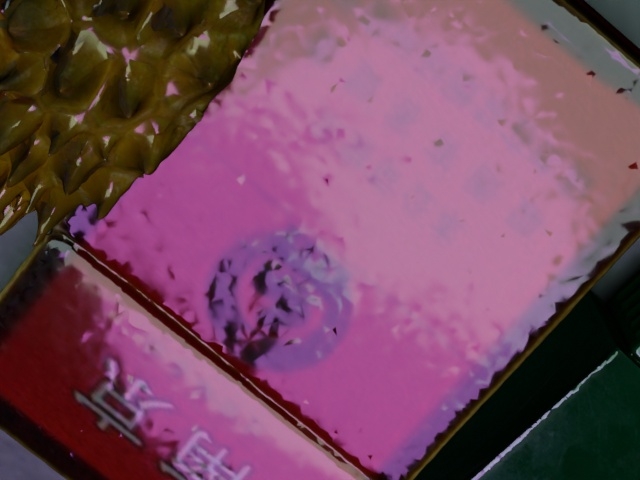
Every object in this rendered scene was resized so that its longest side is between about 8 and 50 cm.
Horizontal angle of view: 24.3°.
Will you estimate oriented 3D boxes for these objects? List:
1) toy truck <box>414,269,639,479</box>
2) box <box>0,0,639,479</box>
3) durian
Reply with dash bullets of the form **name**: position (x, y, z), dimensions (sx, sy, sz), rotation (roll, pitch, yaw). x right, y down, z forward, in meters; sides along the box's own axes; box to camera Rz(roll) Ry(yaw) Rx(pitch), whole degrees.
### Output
- **toy truck**: position (0.107, 0.067, 0.528), dimensions (0.147, 0.065, 0.079), rotation (-43, 105, 14)
- **box**: position (0.000, 0.000, 0.516), dimensions (0.153, 0.074, 0.240), rotation (38, 106, -10)
- **durian**: position (-0.113, -0.106, 0.454), dimensions (0.138, 0.183, 0.250), rotation (22, 105, -45)
